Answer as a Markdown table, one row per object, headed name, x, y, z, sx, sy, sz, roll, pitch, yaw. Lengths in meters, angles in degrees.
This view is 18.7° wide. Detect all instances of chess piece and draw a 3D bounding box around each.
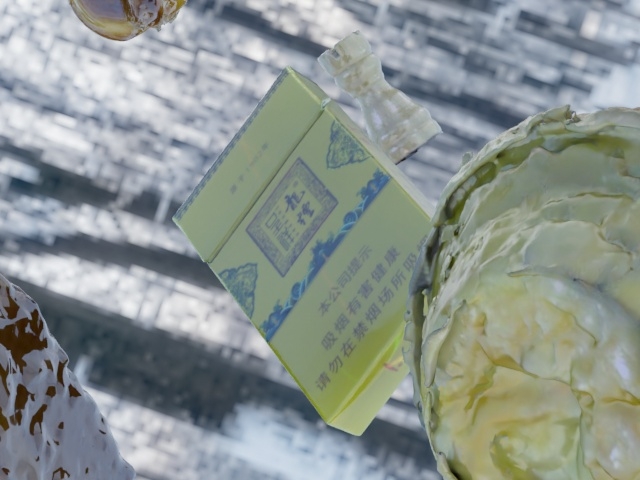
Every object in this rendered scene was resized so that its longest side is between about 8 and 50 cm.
| name | x | y | z | sx | sy | sz | roll | pitch | yaw |
| --- | --- | --- | --- | --- | --- | --- | --- | --- | --- |
| chess piece | 0.051 | -0.130 | 1.763 | 0.066 | 0.122 | 0.066 | -35 | 4 | 2 |

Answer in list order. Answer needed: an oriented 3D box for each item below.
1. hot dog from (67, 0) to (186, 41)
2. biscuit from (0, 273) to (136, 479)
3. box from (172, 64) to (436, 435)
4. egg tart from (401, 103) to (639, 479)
| name | x | y | z | sx | sy | sz | roll | pitch | yaw |
| --- | --- | --- | --- | --- | --- | --- | --- | --- | --- |
| hot dog | -0.142 | -0.243 | 1.156 | 0.076 | 0.250 | 0.104 | -25 | 4 | -42 |
| biscuit | -0.351 | 0.155 | 1.543 | 0.395 | 0.342 | 0.166 | 68 | -149 | -43 |
| box | 0.000 | 0.001 | 1.406 | 0.153 | 0.041 | 0.279 | -54 | 41 | 12 |
| egg tart | 0.153 | 0.086 | 1.023 | 0.120 | 0.315 | 0.315 | -27 | -37 | -46 |
